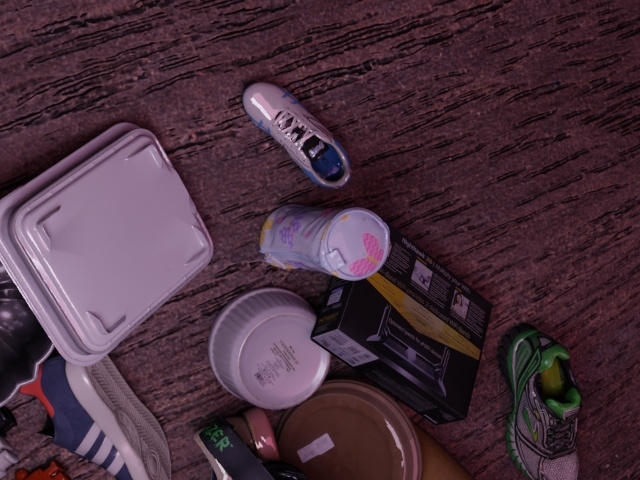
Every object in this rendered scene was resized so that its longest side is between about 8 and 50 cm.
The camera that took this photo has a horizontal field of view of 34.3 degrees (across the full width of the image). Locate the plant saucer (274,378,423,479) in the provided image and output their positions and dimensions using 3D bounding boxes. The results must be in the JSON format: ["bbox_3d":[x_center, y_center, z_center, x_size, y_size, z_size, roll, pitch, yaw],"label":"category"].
[{"bbox_3d":[0.039,0.379,1.788,0.278,0.041,0.277,1,92,22],"label":"plant saucer"}]

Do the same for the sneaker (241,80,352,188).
[{"bbox_3d":[-0.033,-0.177,1.723,0.237,0.086,0.085,43,85,-22],"label":"sneaker"}]

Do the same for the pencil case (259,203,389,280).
[{"bbox_3d":[0.000,0.000,1.673,0.124,0.273,0.113,-17,100,-25],"label":"pencil case"}]

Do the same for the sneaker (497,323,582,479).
[{"bbox_3d":[0.432,0.337,1.979,0.134,0.146,0.343,-22,108,-17],"label":"sneaker"}]

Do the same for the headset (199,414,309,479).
[{"bbox_3d":[-0.029,0.418,1.633,0.185,0.243,0.394,-39,108,-10],"label":"headset"}]

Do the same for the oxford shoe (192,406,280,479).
[{"bbox_3d":[-0.131,0.491,1.796,0.147,0.140,0.396,-12,94,-16],"label":"oxford shoe"}]

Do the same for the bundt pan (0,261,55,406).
[{"bbox_3d":[-0.561,0.096,1.542,0.331,0.124,0.330,-5,103,-22],"label":"bundt pan"}]

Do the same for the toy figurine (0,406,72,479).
[{"bbox_3d":[-0.491,0.381,1.580,0.148,0.209,0.213,-39,111,-5],"label":"toy figurine"}]

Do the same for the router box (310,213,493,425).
[{"bbox_3d":[0.150,0.140,1.800,0.309,0.081,0.242,37,53,-23],"label":"router box"}]

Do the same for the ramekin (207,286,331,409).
[{"bbox_3d":[-0.078,0.189,1.763,0.207,0.109,0.207,-5,102,-21],"label":"ramekin"}]

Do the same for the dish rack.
[{"bbox_3d":[-0.309,-0.003,1.576,0.333,0.072,0.285,-44,115,-40],"label":"dish rack"}]

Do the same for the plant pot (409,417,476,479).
[{"bbox_3d":[0.159,0.445,1.866,0.237,0.237,0.254,-34,96,-13],"label":"plant pot"}]

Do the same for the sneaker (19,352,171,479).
[{"bbox_3d":[-0.363,0.314,1.680,0.148,0.131,0.350,-16,121,13],"label":"sneaker"}]
